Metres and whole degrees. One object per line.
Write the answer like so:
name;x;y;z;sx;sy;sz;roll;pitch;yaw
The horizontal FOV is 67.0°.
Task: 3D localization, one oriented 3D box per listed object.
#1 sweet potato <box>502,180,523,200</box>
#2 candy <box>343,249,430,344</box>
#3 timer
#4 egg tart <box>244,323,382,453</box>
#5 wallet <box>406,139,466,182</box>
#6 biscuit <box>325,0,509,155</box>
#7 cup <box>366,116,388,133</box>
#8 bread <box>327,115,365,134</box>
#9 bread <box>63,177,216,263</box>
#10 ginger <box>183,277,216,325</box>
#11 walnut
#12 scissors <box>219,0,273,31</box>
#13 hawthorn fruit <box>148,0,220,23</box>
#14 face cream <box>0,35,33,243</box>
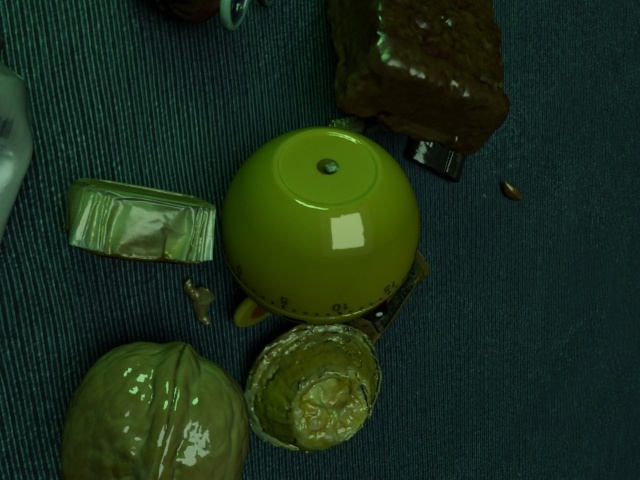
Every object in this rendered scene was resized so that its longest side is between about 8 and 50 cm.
sweet potato;0.515;-0.129;1.296;0.095;0.034;0.034;32;81;-30
candy;0.147;0.107;1.080;0.271;0.101;0.143;-45;123;-23
timer;0.000;0.000;0.863;0.376;0.376;0.387;-32;155;-23
egg tart;-0.002;0.312;0.971;0.315;0.120;0.315;-6;108;-19
wallet;0.315;-0.312;1.142;0.170;0.044;0.321;20;87;-29
biscuit;0.183;-0.380;0.897;0.342;0.166;0.395;9;64;-28
cup;0.145;-0.276;1.014;0.074;0.099;0.102;-2;99;-30
bread;0.052;-0.233;1.005;0.088;0.033;0.049;-25;95;-30
bread;-0.278;-0.026;0.749;0.210;0.192;0.110;7;96;-32
ginger;-0.219;0.109;0.901;0.048;0.030;0.097;-18;106;2
walnut;-0.257;0.314;0.775;0.252;0.277;0.313;-2;108;-69
scissors;-0.081;-0.516;0.696;0.029;0.256;0.383;18;130;2
hawthorn fruit;-0.195;-0.459;0.747;0.181;0.181;0.235;38;78;-29
face cream;-0.528;-0.095;0.647;0.235;0.137;0.420;19;96;-32
